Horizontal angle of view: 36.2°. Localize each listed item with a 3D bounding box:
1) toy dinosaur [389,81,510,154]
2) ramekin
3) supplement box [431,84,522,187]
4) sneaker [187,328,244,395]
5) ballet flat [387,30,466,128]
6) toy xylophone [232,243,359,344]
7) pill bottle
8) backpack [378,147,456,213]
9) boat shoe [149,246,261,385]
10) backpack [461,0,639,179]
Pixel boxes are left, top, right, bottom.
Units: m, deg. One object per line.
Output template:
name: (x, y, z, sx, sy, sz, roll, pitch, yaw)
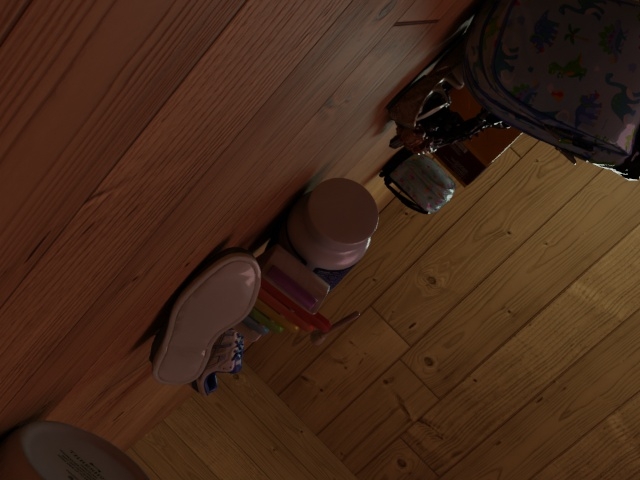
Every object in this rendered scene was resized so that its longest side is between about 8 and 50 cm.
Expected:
toy dinosaur: (0.219, -0.220, 1.836, 0.218, 0.164, 0.322, -29, -155, 21)
ramekin: (-0.337, 0.353, 1.300, 0.127, 0.273, 0.273, -57, 174, 8)
supplement box: (0.359, -0.262, 2.403, 0.129, 0.191, 0.194, -43, 176, -16)
sneaker: (-0.196, 0.210, 2.091, 0.296, 0.131, 0.112, -48, 173, 27)
ballet flat: (0.204, -0.269, 1.673, 0.206, 0.067, 0.073, -45, 176, -1)
toy xylophone: (-0.068, 0.112, 1.729, 0.081, 0.236, 0.323, -56, -177, -26)
pill bottle: (0.000, 0.000, 1.741, 0.153, 0.153, 0.265, -42, 176, -29)
backpack: (0.260, -0.156, 2.552, 0.115, 0.182, 0.152, -47, 174, 35)
boat shoe: (-0.190, 0.103, 1.538, 0.319, 0.116, 0.099, -56, -147, 39)
backpack: (0.402, -0.283, 1.571, 0.290, 0.355, 0.273, -68, 167, 11)
